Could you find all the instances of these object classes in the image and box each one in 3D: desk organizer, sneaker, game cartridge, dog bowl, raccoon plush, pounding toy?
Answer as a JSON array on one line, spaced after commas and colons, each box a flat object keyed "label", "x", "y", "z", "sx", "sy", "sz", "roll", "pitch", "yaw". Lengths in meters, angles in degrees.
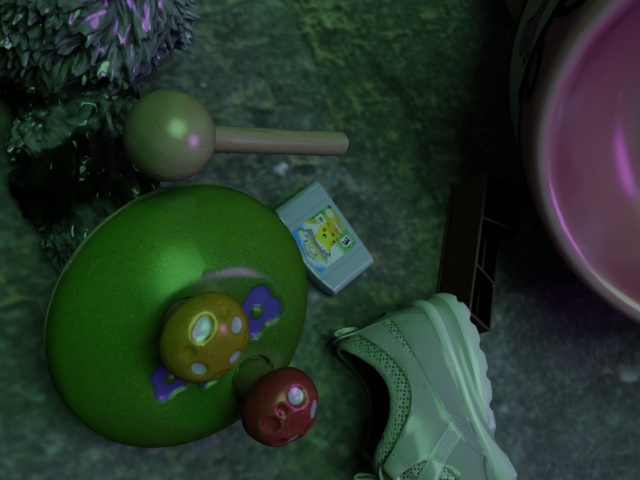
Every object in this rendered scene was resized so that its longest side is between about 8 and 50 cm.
[{"label": "desk organizer", "x": 0.136, "y": 0.011, "z": 0.719, "sx": 0.047, "sy": 0.050, "sz": 0.130, "roll": 19, "pitch": 69, "yaw": -21}, {"label": "sneaker", "x": 0.080, "y": 0.183, "z": 0.625, "sx": 0.115, "sy": 0.105, "sz": 0.281, "roll": -9, "pitch": 66, "yaw": -15}, {"label": "game cartridge", "x": 0.000, "y": 0.000, "z": 0.673, "sx": 0.056, "sy": 0.017, "sz": 0.083, "roll": -38, "pitch": 95, "yaw": -26}, {"label": "dog bowl", "x": 0.334, "y": -0.088, "z": 0.625, "sx": 0.408, "sy": 0.408, "sz": 0.150, "roll": 46, "pitch": 36, "yaw": -9}, {"label": "raccoon plush", "x": -0.112, "y": -0.193, "z": 0.505, "sx": 0.216, "sy": 0.299, "sz": 0.446, "roll": -29, "pitch": 91, "yaw": -30}, {"label": "pounding toy", "x": -0.054, "y": 0.042, "z": 0.516, "sx": 0.183, "sy": 0.110, "sz": 0.236, "roll": 7, "pitch": 106, "yaw": -40}]

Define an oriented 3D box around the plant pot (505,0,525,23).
[{"label": "plant pot", "x": 0.308, "y": -0.299, "z": 0.789, "sx": 0.275, "sy": 0.275, "sz": 0.243, "roll": 35, "pitch": 74, "yaw": -15}]
